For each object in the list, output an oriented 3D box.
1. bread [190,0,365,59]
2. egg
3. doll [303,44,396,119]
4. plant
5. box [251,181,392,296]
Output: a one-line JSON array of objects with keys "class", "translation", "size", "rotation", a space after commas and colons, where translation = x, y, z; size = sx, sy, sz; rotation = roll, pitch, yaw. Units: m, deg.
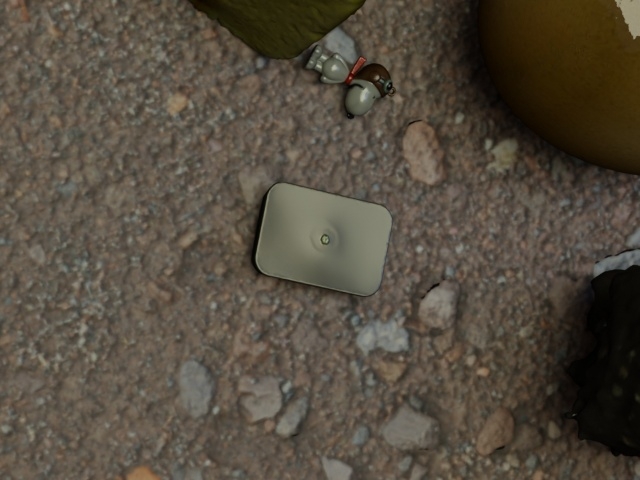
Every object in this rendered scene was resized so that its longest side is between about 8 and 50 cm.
[{"class": "bread", "translation": [-0.006, -0.384, 1.765], "size": [0.233, 0.245, 0.361], "rotation": [33, 71, -12]}, {"class": "egg", "translation": [0.298, -0.185, 1.823], "size": [0.322, 0.250, 0.250], "rotation": [25, 79, -20]}, {"class": "doll", "translation": [0.028, -0.156, 1.850], "size": [0.058, 0.040, 0.085], "rotation": [-43, 99, -5]}, {"class": "plant", "translation": [0.330, 0.117, 1.805], "size": [0.188, 0.276, 0.198], "rotation": [15, 87, -22]}, {"class": "box", "translation": [0.000, 0.000, 1.833], "size": [0.126, 0.031, 0.091], "rotation": [12, 83, -17]}]
